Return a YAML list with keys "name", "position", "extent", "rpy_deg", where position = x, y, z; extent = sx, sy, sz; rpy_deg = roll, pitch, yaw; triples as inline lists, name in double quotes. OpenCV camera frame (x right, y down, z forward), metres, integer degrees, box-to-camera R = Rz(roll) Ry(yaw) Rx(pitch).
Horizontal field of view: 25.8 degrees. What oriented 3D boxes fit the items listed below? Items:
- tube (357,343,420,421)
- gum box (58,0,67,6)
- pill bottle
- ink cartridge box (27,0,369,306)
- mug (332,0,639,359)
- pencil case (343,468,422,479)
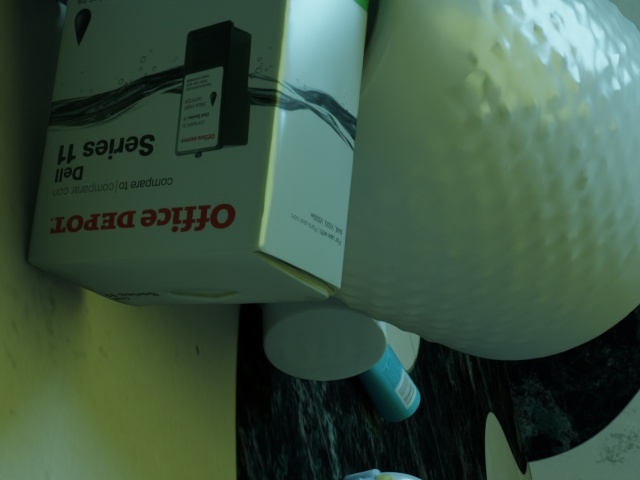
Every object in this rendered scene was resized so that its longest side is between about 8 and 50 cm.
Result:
- name: "tube"
  position: [0.051, 0.119, 1.509]
  extent: [0.080, 0.052, 0.207]
  rpy_deg: [-98, 164, -45]
- name: "gum box"
  position: [-0.172, -0.241, 0.795]
  extent: [0.157, 0.041, 0.184]
  rpy_deg: [17, 61, -76]
- name: "pill bottle"
  position: [0.000, 0.000, 1.182]
  extent: [0.121, 0.121, 0.221]
  rpy_deg: [65, 17, -48]
- name: "ink cartridge box"
  position: [-0.062, -0.076, 0.750]
  extent: [0.087, 0.153, 0.208]
  rpy_deg: [28, 63, -55]
- name: "mug"
  position: [0.064, -0.130, 0.947]
  extent: [0.328, 0.276, 0.374]
  rpy_deg: [24, 60, -52]
- name: "pencil case"
  position: [0.052, 0.322, 1.128]
  extent: [0.124, 0.113, 0.273]
  rpy_deg: [44, 30, -34]
